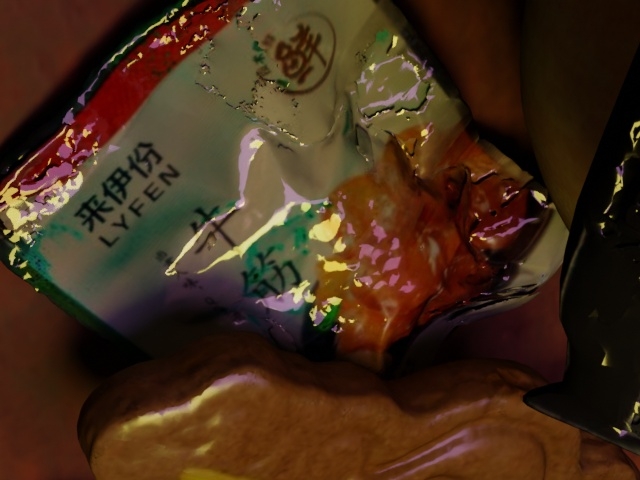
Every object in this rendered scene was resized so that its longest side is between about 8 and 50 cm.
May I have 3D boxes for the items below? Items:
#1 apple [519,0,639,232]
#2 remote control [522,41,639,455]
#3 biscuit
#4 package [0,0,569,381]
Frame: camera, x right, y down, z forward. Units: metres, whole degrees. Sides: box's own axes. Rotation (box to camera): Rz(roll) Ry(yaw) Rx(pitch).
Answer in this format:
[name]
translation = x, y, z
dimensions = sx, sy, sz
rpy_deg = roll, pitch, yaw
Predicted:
[apple]
translation = 0.204, -0.062, 0.599
dimensions = 0.257, 0.234, 0.256
rpy_deg = -11, 115, -25
[remote control]
translation = 0.174, -0.105, 0.405
dimensions = 0.145, 0.062, 0.398
rpy_deg = 22, 117, 6
[biscuit]
translation = 0.020, 0.116, 0.686
dimensions = 0.295, 0.044, 0.186
rpy_deg = 6, 131, -35
[package]
translation = 0.000, 0.000, 0.631
dimensions = 0.166, 0.040, 0.232
rpy_deg = -44, 131, 0
